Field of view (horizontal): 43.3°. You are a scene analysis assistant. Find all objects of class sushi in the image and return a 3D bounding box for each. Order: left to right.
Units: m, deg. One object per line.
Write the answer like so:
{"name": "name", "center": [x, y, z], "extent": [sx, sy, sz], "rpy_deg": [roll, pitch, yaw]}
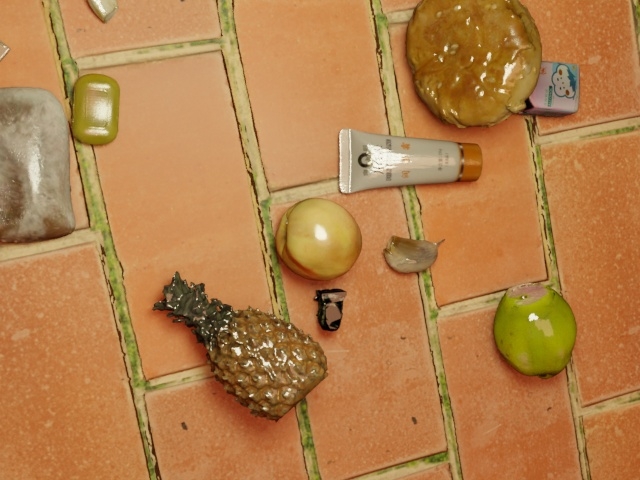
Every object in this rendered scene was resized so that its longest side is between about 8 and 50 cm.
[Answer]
{"name": "sushi", "center": [0.020, 0.147, 1.726], "extent": [0.056, 0.084, 0.083], "rpy_deg": [-5, 94, -14]}

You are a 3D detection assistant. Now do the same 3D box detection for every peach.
{"name": "peach", "center": [0.000, 0.000, 1.667], "extent": [0.184, 0.184, 0.184], "rpy_deg": [-1, 93, -16]}

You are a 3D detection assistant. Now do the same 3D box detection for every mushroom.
{"name": "mushroom", "center": [-0.457, -0.524, 1.573], "extent": [0.059, 0.054, 0.202], "rpy_deg": [-28, 105, -14]}

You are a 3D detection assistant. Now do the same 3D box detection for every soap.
{"name": "soap", "center": [-0.443, -0.259, 1.592], "extent": [0.089, 0.045, 0.140], "rpy_deg": [3, 93, -13]}

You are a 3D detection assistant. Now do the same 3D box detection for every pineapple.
{"name": "pineapple", "center": [-0.171, 0.201, 1.627], "extent": [0.362, 0.202, 0.202], "rpy_deg": [38, 83, -7]}

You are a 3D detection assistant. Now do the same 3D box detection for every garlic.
{"name": "garlic", "center": [0.211, 0.033, 1.784], "extent": [0.152, 0.066, 0.084], "rpy_deg": [5, 90, -14]}

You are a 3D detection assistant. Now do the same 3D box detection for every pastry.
{"name": "pastry", "center": [0.330, -0.388, 1.710], "extent": [0.284, 0.184, 0.316], "rpy_deg": [-29, 79, 27]}

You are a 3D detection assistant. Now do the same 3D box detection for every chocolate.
{"name": "chocolate", "center": [-0.573, -0.146, 1.540], "extent": [0.185, 0.100, 0.303], "rpy_deg": [-6, 92, -12]}

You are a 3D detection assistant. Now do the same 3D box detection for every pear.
{"name": "pear", "center": [0.486, 0.214, 1.820], "extent": [0.187, 0.187, 0.220], "rpy_deg": [-15, 110, -15]}

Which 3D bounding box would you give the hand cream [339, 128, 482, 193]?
{"name": "hand cream", "center": [0.192, -0.179, 1.765], "extent": [0.314, 0.089, 0.140], "rpy_deg": [-3, 92, -8]}

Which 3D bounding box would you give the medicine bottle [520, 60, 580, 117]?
{"name": "medicine bottle", "center": [0.484, -0.344, 1.825], "extent": [0.188, 0.094, 0.119], "rpy_deg": [1, 91, -16]}

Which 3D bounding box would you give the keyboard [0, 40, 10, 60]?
{"name": "keyboard", "center": [-0.676, -0.399, 1.534], "extent": [0.166, 0.017, 0.055], "rpy_deg": [39, 78, -14]}
